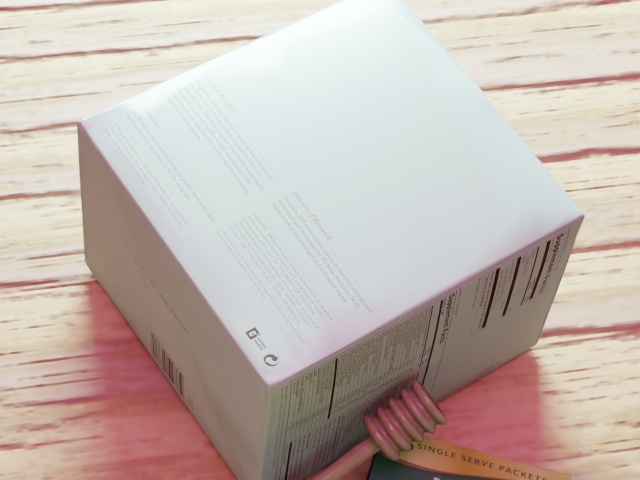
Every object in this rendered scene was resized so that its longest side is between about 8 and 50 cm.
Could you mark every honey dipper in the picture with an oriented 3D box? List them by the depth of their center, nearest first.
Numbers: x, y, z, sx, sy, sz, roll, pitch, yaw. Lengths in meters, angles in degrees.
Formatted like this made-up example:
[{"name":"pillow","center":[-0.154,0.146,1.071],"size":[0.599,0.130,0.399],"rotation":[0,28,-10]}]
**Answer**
[{"name":"honey dipper","center":[-0.003,0.134,1.016],"size":[0.161,0.030,0.030],"rotation":[-37,65,4]}]

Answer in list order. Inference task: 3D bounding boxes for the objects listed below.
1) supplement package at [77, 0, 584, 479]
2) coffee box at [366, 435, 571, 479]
[{"name":"supplement package","center":[0.000,0.000,1.057],"size":[0.203,0.149,0.194],"rotation":[-27,64,-20]},{"name":"coffee box","center":[0.062,0.196,1.003],"size":[0.113,0.040,0.184],"rotation":[16,58,5]}]
